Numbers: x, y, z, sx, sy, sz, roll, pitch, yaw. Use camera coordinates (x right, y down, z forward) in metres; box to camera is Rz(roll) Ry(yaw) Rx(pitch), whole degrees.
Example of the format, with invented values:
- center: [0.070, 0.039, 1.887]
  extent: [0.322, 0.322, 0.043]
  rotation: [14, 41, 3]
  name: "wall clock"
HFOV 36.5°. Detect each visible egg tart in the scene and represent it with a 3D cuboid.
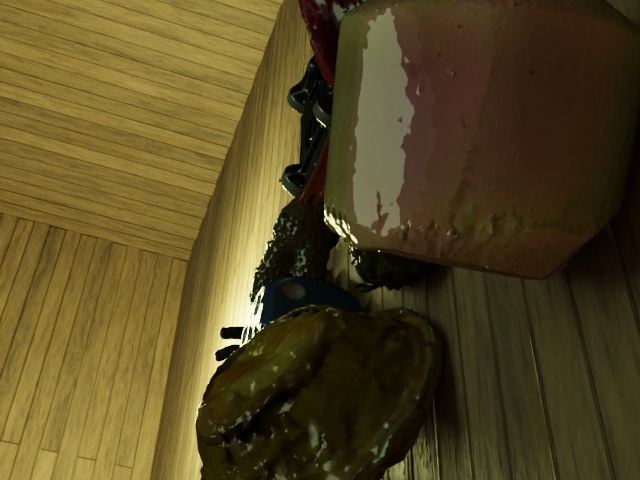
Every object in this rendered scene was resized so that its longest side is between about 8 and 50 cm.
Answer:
- center: [-0.022, 0.168, 1.019]
  extent: [0.341, 0.129, 0.341]
  rotation: [-35, 15, 11]
  name: "egg tart"

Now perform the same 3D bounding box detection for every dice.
- center: [-0.024, 0.143, 1.272]
  extent: [0.146, 0.146, 0.143]
  rotation: [-90, 18, -50]
  name: "dice"

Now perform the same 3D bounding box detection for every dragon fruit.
- center: [0.101, -0.220, 1.184]
  extent: [0.262, 0.134, 0.212]
  rotation: [25, 118, 42]
  name: "dragon fruit"

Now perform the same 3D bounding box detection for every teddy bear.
- center: [-0.009, -0.010, 1.380]
  extent: [0.251, 0.182, 0.129]
  rotation: [-61, -37, -24]
  name: "teddy bear"

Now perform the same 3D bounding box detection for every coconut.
- center: [0.124, -0.099, 0.735]
  extent: [0.233, 0.233, 0.245]
  rotation: [180, 101, -77]
  name: "coconut"

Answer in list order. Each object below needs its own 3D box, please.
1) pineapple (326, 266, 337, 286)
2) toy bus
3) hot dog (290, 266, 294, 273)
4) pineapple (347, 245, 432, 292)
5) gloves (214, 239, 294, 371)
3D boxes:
- center: [-0.033, 0.136, 1.491]
  extent: [0.225, 0.076, 0.225]
  rotation: [-166, 90, -77]
  name: "pineapple"
- center: [0.038, -0.176, 1.369]
  extent: [0.329, 0.153, 0.143]
  rotation: [-89, 20, -53]
  name: "toy bus"
- center: [-0.011, -0.039, 1.524]
  extent: [0.066, 0.047, 0.216]
  rotation: [-15, 40, 50]
  name: "hot dog"
- center: [0.079, 0.015, 1.114]
  extent: [0.198, 0.108, 0.108]
  rotation: [100, -179, -73]
  name: "pineapple"
- center: [-0.088, 0.123, 1.669]
  extent: [0.285, 0.119, 0.142]
  rotation: [-64, 8, -21]
  name: "gloves"
